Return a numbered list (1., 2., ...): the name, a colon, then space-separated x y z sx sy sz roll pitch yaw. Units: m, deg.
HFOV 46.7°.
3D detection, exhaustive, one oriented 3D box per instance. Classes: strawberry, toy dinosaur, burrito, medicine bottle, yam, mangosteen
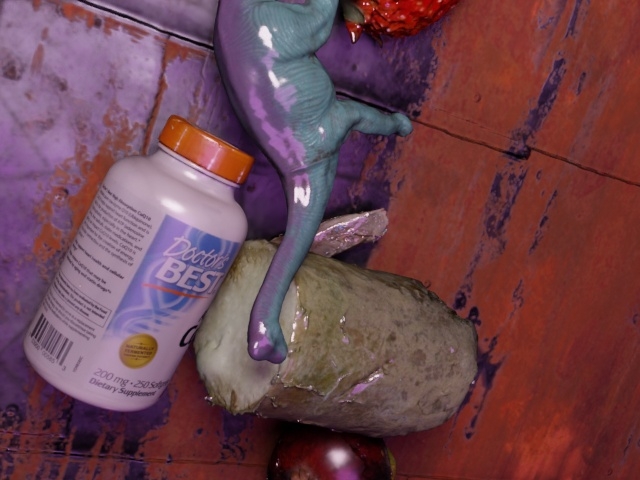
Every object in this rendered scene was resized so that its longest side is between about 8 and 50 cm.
1. strawberry: 0.124 -0.308 0.812 0.228 0.098 0.174 -17 114 -15
2. toy dinosaur: -0.062 -0.125 0.692 0.383 0.129 0.331 58 45 -21
3. burrito: 0.001 0.001 0.900 0.171 0.042 0.051 -19 124 -13
4. medicine bottle: -0.176 0.019 0.769 0.157 0.157 0.288 26 97 -27
5. yam: 0.026 0.122 0.853 0.300 0.195 0.195 16 101 -32
6. mangosteen: 0.024 0.297 0.953 0.180 0.166 0.166 4 108 -48

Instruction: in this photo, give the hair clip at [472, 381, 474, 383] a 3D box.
1. hair clip: 0.132 0.188 1.019 0.173 0.049 0.049 1 107 -21
